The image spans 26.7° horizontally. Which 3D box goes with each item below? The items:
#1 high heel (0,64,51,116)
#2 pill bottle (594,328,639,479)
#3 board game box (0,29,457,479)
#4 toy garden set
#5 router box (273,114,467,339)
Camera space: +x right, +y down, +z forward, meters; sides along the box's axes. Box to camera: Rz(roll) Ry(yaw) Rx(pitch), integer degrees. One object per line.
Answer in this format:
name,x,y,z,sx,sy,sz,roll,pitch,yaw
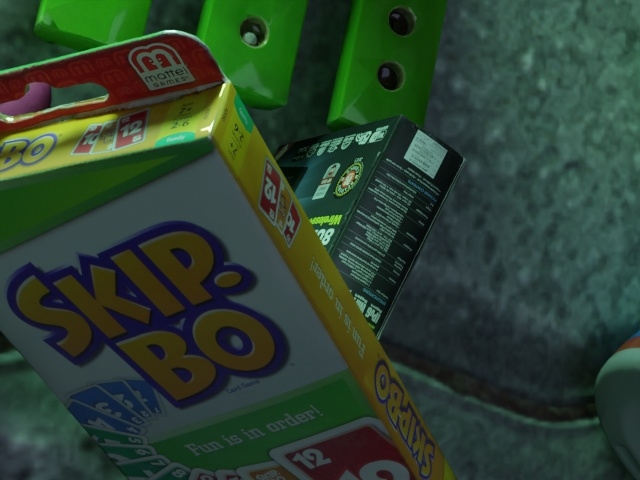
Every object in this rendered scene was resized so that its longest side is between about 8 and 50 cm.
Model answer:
high heel,-0.159,0.050,0.514,0.117,0.082,0.244,44,70,-22
pill bottle,0.262,0.048,0.724,0.221,0.124,0.124,-37,106,-25
board game box,-0.047,0.037,0.504,0.039,0.124,0.259,-77,149,-44
toy garden set,-0.054,-0.166,0.596,0.244,0.049,0.204,16,77,-23
router box,0.000,0.000,0.580,0.038,0.122,0.092,32,73,-21
